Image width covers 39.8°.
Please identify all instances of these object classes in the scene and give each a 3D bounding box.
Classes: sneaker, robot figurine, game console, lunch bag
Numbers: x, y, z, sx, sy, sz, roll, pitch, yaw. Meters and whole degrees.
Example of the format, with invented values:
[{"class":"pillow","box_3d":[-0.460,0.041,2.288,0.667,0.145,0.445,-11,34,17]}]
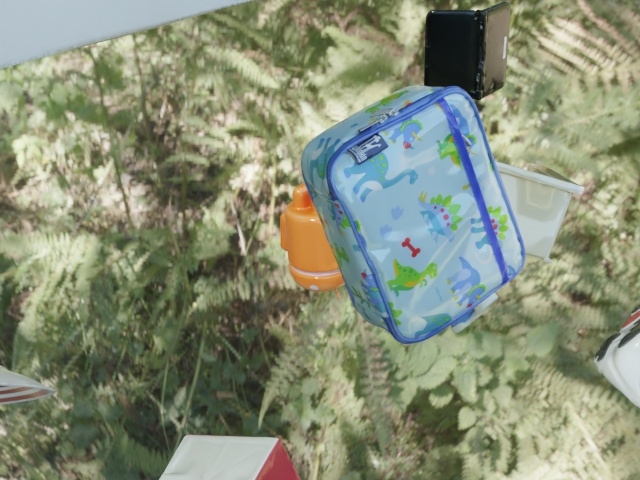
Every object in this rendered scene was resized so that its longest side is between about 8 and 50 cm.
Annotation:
[{"class":"sneaker","box_3d":[0.256,0.072,0.626,0.170,0.068,0.071,-30,82,-37]},{"class":"sneaker","box_3d":[0.255,0.105,1.590,0.058,0.152,0.084,-34,75,-24]},{"class":"robot figurine","box_3d":[0.001,0.001,1.617,0.158,0.219,0.128,-3,24,2]},{"class":"game console","box_3d":[0.200,-0.259,1.200,0.071,0.122,0.107,21,36,35]},{"class":"lunch bag","box_3d":[0.093,-0.029,0.839,0.176,0.090,0.219,-29,113,-18]}]

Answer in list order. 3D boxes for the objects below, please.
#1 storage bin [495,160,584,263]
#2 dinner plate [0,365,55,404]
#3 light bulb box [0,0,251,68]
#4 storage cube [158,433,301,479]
[{"class":"storage bin","box_3d":[0.223,-0.085,1.361,0.262,0.260,0.123,15,103,-6]},{"class":"dinner plate","box_3d":[-0.202,0.071,0.429,0.141,0.141,0.017,-1,76,-8]},{"class":"light bulb box","box_3d":[-0.154,-0.269,0.341,0.225,0.361,0.358,15,29,27]},{"class":"storage cube","box_3d":[-0.143,0.435,1.374,0.215,0.193,0.183,-4,34,29]}]
